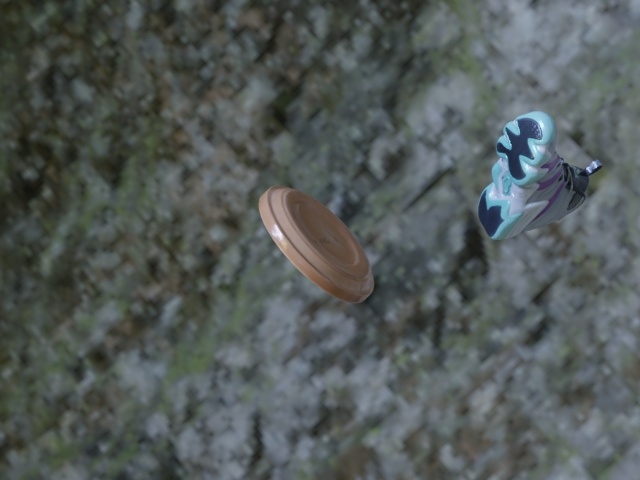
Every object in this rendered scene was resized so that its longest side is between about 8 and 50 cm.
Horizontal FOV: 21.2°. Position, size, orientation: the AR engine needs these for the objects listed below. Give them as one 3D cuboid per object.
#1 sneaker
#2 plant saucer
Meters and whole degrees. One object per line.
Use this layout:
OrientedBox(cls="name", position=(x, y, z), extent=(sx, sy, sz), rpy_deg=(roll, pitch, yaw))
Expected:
OrientedBox(cls="sneaker", position=(0.134, -0.042, 0.980), extent=(0.069, 0.038, 0.098), rpy_deg=(-10, -31, -22))
OrientedBox(cls="plant saucer", position=(0.000, 0.000, 0.970), extent=(0.013, 0.083, 0.083), rpy_deg=(-45, -28, 21))
